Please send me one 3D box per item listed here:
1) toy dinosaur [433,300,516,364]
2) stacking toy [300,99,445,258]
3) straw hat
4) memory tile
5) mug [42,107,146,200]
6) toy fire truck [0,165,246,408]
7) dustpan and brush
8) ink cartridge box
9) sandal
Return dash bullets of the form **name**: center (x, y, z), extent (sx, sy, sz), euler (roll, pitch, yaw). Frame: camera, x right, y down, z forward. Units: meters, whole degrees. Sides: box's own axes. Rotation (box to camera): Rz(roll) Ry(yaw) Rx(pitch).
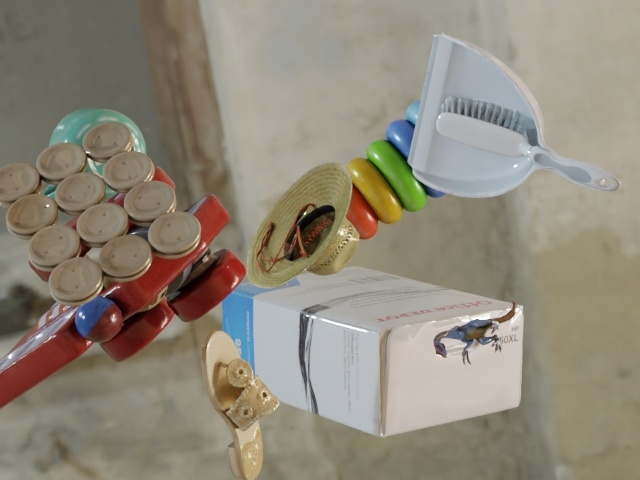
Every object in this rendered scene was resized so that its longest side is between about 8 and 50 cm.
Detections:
- **toy dinosaur**: center (0.165, 0.106, 1.662), extent (0.090, 0.047, 0.082), euler (-35, 23, -34)
- **stacking toy**: center (0.087, -0.081, 1.913), extent (0.330, 0.141, 0.141), euler (-35, 19, -2)
- **straw hat**: center (0.000, 0.000, 1.434), extent (0.144, 0.061, 0.144), euler (-37, 33, 29)
- **memory tile**: center (-0.160, -0.021, 1.055), extent (0.113, 0.012, 0.148), euler (-27, 51, -15)
- **mug**: center (-0.320, -0.112, 2.171), extent (0.130, 0.157, 0.097), euler (12, 0, -28)
- **toy fire truck**: center (-0.242, 0.067, 1.731), extent (0.302, 0.169, 0.254), euler (-31, 15, 34)
- **dustpan and brush**: center (0.177, -0.089, 1.368), extent (0.211, 0.147, 0.060), euler (20, 28, 18)
- **ink cartridge box**: center (0.075, 0.160, 2.306), extent (0.286, 0.166, 0.395), euler (-8, 12, -37)
- **sandal**: center (-0.087, 0.219, 1.977), extent (0.079, 0.240, 0.088), euler (6, 35, 24)
